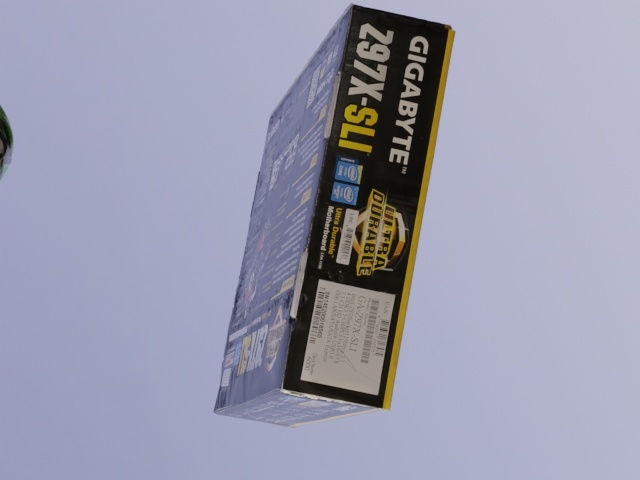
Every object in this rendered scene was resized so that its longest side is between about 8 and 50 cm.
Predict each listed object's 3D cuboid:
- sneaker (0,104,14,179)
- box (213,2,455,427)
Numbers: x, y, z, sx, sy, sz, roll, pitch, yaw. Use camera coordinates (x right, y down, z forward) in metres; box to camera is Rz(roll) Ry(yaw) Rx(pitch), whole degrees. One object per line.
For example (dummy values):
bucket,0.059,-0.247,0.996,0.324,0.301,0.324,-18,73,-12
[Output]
sneaker,-0.339,-0.032,1.051,0.146,0.344,0.134,-49,-54,-41
box,0.000,0.000,1.092,0.079,0.322,0.257,11,-101,-10
